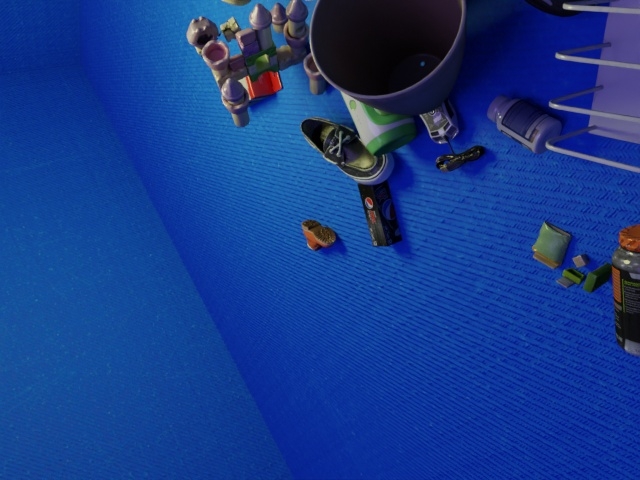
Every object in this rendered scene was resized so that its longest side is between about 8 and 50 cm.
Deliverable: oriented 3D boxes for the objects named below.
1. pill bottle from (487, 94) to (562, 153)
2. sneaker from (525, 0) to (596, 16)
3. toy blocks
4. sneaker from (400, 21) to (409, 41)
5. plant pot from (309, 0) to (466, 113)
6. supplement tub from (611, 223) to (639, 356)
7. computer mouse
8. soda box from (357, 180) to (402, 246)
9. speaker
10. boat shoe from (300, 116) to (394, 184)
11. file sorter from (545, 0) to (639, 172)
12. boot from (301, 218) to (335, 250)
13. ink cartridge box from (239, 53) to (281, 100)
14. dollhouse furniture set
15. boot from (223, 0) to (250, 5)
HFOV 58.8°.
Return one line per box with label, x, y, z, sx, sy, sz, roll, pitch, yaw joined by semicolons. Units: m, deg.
pill bottle;0.356;-0.209;1.003;0.120;0.067;0.067;45;141;34
sneaker;0.200;-0.451;0.804;0.202;0.482;0.185;-66;18;-9
toy blocks;-0.161;-0.493;1.383;0.260;0.288;0.309;87;157;-74
sneaker;0.180;-0.502;1.071;0.123;0.106;0.290;58;148;15
plant pot;0.150;-0.333;1.024;0.256;0.274;0.256;-3;83;22
supplement tub;0.514;0.076;0.873;0.117;0.117;0.190;12;118;54
computer mouse;0.255;-0.239;1.165;0.106;0.042;0.193;-26;84;47
soda box;0.148;-0.071;1.420;0.060;0.053;0.169;-2;106;56
speaker;0.105;-0.343;1.258;0.131;0.131;0.296;-32;80;58
boat shoe;0.055;-0.232;1.399;0.301;0.102;0.108;43;105;42
file sorter;0.433;-0.247;0.761;0.193;0.173;0.278;30;132;47
boot;0.000;0.000;1.695;0.158;0.059;0.085;36;139;55
ink cartridge box;-0.217;-0.489;1.725;0.231;0.078;0.134;-4;104;57
dollhouse furniture set;0.438;0.036;1.023;0.151;0.058;0.076;39;137;40
boot;-0.178;-0.723;1.412;0.095;0.262;0.203;23;138;-6
